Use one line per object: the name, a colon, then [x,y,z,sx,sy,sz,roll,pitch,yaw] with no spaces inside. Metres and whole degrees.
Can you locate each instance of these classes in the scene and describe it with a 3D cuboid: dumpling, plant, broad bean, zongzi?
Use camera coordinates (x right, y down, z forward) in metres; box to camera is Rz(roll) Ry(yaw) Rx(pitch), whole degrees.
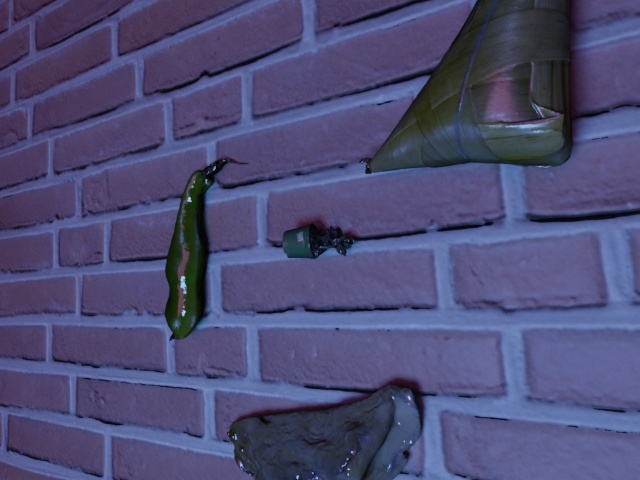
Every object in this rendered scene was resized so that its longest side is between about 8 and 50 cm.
dumpling: [-0.010,0.303,0.679,0.332,0.086,0.166,-25,71,33]
plant: [0.000,0.000,0.713,0.102,0.051,0.051,-5,84,19]
broad bean: [-0.210,0.014,0.840,0.098,0.056,0.318,19,95,32]
zongzi: [0.160,-0.193,0.596,0.256,0.115,0.228,-2,82,43]
